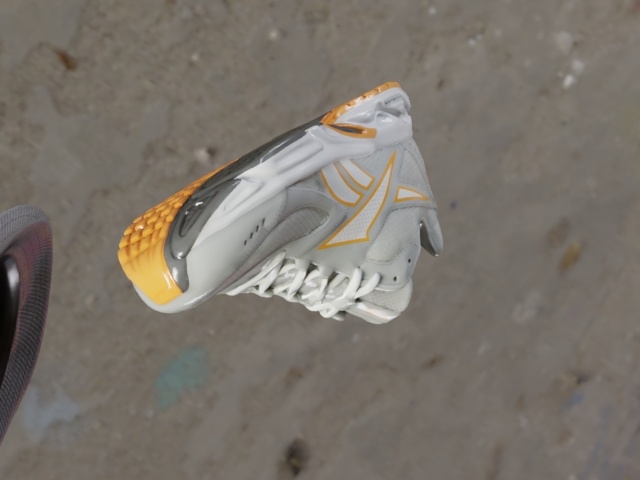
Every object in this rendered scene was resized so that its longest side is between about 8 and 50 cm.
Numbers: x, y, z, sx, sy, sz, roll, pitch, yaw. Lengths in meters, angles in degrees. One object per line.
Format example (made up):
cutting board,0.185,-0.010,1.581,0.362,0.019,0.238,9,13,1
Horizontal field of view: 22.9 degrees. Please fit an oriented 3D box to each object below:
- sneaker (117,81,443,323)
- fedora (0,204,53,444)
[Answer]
sneaker,0.000,0.000,0.848,0.262,0.099,0.121,-33,97,-55
fedora,-0.284,0.090,1.047,0.275,0.124,0.243,-71,175,-46
